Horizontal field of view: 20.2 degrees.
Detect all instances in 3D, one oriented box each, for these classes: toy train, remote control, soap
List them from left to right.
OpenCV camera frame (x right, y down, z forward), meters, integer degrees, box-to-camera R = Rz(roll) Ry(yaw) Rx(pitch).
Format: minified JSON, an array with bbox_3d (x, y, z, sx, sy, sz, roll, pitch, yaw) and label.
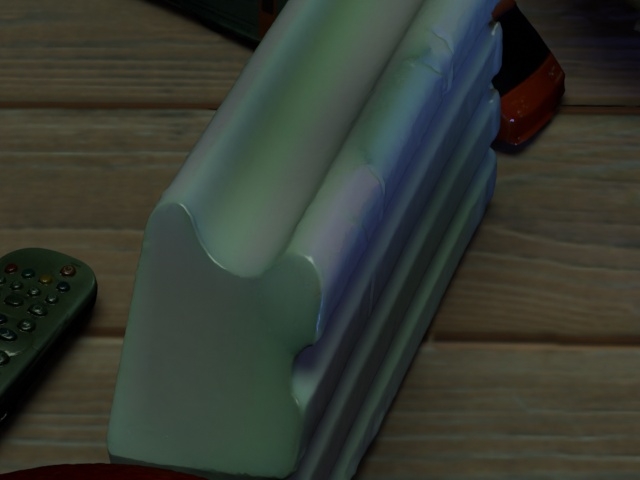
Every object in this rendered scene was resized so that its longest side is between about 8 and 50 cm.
[{"bbox_3d":[-0.210,0.083,1.071,0.072,0.042,0.222,18,48,19],"label":"remote control"},{"bbox_3d":[-0.012,-0.186,1.298,0.409,0.089,0.086,25,47,26],"label":"toy train"},{"bbox_3d":[0.000,0.000,1.027,0.115,0.208,0.347,13,48,18],"label":"soap"}]

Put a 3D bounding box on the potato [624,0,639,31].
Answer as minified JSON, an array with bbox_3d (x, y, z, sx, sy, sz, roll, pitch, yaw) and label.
[{"bbox_3d":[0.365,-0.291,1.258,0.442,0.319,0.385,-32,11,-15],"label":"potato"}]

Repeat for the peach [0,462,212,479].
[{"bbox_3d":[-0.119,0.266,0.672,0.406,0.310,0.335,-43,42,-18],"label":"peach"}]
